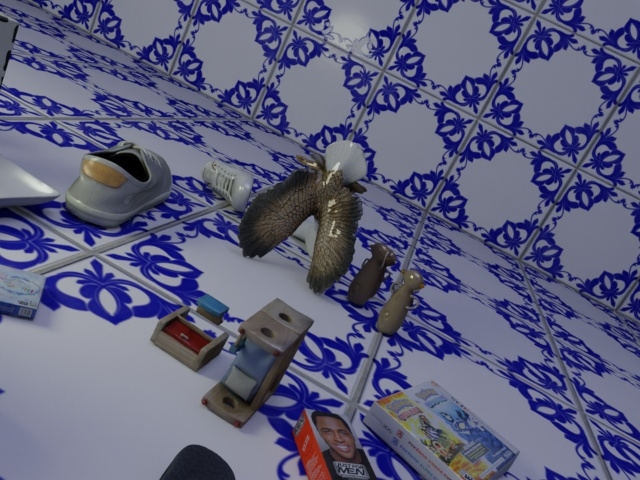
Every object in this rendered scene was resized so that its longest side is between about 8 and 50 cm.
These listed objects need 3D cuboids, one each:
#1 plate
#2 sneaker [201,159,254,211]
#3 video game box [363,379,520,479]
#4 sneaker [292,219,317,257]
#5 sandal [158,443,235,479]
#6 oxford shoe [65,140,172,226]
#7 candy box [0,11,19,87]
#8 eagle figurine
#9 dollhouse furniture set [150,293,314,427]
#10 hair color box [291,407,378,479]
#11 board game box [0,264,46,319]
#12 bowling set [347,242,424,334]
[{"bbox_3d":[-0.623,-0.114,0.922,0.277,0.045,0.278,30,17,14],"label":"plate"},{"bbox_3d":[-0.254,-0.149,1.515,0.123,0.105,0.290,13,11,-20],"label":"sneaker"},{"bbox_3d":[0.194,0.307,0.896,0.187,0.048,0.205,34,18,32],"label":"video game box"},{"bbox_3d":[0.000,0.000,1.487,0.094,0.080,0.212,28,11,-42],"label":"sneaker"},{"bbox_3d":[-0.148,0.267,0.511,0.097,0.054,0.254,38,9,12],"label":"sandal"},{"bbox_3d":[-0.406,-0.153,1.232,0.169,0.130,0.449,23,16,-8],"label":"oxford shoe"},{"bbox_3d":[-0.631,-0.292,0.966,0.071,0.233,0.159,32,15,24],"label":"candy box"},{"bbox_3d":[-0.008,-0.059,1.264,0.226,0.298,0.225,-4,-51,40],"label":"eagle figurine"},{"bbox_3d":[-0.133,0.132,0.780,0.184,0.129,0.129,31,17,10],"label":"dollhouse furniture set"},{"bbox_3d":[0.019,0.279,0.720,0.072,0.043,0.141,17,18,-26],"label":"hair color box"},{"bbox_3d":[-0.415,0.063,0.751,0.090,0.020,0.090,19,19,-24],"label":"board game box"},{"bbox_3d":[0.156,0.081,1.324,0.200,0.154,0.287,7,26,-48],"label":"bowling set"}]
